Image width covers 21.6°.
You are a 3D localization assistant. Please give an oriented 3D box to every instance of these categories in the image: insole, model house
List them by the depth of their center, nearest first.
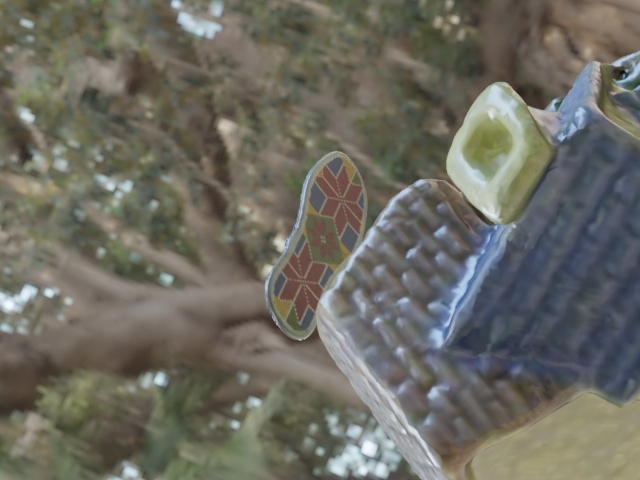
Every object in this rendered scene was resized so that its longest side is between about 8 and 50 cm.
[{"bbox_3d":[0.143,0.011,1.007,0.266,0.261,0.321,7,-56,-41],"label":"model house"},{"bbox_3d":[0.000,0.000,1.184,0.065,0.006,0.193,51,-145,-20],"label":"insole"}]
